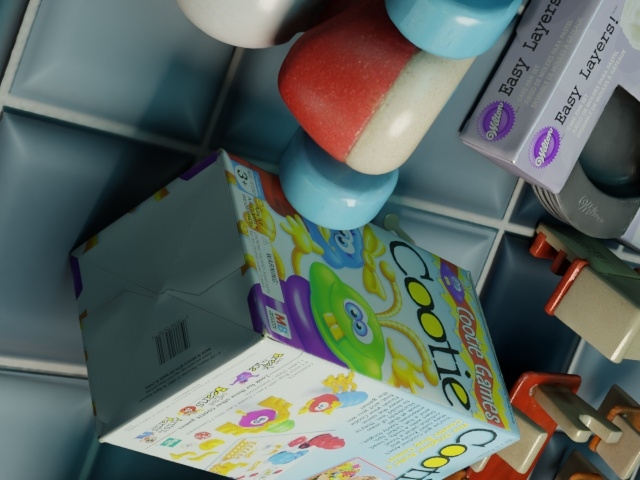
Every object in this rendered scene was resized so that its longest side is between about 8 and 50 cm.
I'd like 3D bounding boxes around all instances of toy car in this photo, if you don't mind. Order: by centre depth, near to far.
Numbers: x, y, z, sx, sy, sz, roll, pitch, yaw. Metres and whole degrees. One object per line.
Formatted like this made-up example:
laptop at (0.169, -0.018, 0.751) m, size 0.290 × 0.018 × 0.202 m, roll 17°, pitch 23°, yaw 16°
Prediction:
toy car at (-0.004, -0.171, 1.026) m, size 0.210 × 0.238 × 0.219 m, roll -57°, pitch -179°, yaw -38°

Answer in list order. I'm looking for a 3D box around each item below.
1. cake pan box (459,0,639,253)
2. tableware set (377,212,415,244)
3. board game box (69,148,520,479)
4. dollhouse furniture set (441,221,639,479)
cake pan box at (0.253, -0.135, 1.363) m, size 0.245 × 0.070 × 0.267 m, roll 30°, pitch 90°, yaw -45°
tableware set at (0.000, 0.000, 1.229) m, size 0.104 × 0.024 × 0.154 m, roll -50°, pitch 137°, yaw -3°
board game box at (-0.013, 0.072, 1.130) m, size 0.144 × 0.142 × 0.275 m, roll -32°, pitch 144°, yaw 27°
dollhouse furniture set at (0.188, 0.131, 1.422) m, size 0.262 × 0.135 × 0.259 m, roll 9°, pitch 115°, yaw -45°
